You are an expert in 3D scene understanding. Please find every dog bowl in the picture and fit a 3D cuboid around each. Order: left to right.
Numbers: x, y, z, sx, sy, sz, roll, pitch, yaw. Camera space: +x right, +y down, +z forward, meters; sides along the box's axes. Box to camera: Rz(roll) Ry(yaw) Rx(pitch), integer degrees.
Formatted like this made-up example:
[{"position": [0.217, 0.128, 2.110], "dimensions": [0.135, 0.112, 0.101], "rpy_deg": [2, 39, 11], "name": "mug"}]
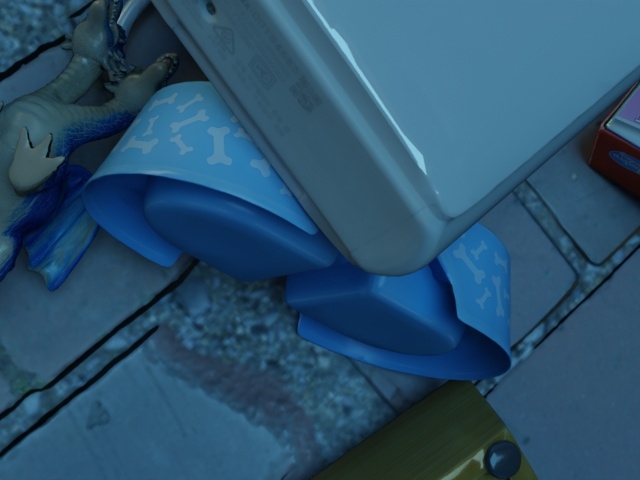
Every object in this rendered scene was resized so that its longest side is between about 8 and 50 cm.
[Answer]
[{"position": [0.000, 0.000, 0.644], "dimensions": [0.297, 0.166, 0.074], "rpy_deg": [29, 67, -29], "name": "dog bowl"}]

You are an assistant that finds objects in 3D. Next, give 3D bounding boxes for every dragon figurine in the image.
[{"position": [-0.189, -0.019, 0.636], "dimensions": [0.085, 0.144, 0.289], "rpy_deg": [33, 100, 7], "name": "dragon figurine"}]

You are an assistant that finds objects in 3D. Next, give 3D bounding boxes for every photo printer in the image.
[{"position": [0.069, -0.160, 0.574], "dimensions": [0.307, 0.107, 0.256], "rpy_deg": [-37, 92, -35], "name": "photo printer"}]

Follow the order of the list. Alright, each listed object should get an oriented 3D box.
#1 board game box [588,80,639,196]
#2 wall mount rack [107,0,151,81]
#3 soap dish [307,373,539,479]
[{"position": [0.404, -0.073, 0.773], "dimensions": [0.317, 0.064, 0.242], "rpy_deg": [36, 73, 19], "name": "board game box"}, {"position": [0.033, -0.182, 0.714], "dimensions": [0.304, 0.130, 0.350], "rpy_deg": [44, 74, -10], "name": "wall mount rack"}, {"position": [0.090, 0.271, 0.677], "dimensions": [0.229, 0.118, 0.290], "rpy_deg": [-32, 94, -18], "name": "soap dish"}]
